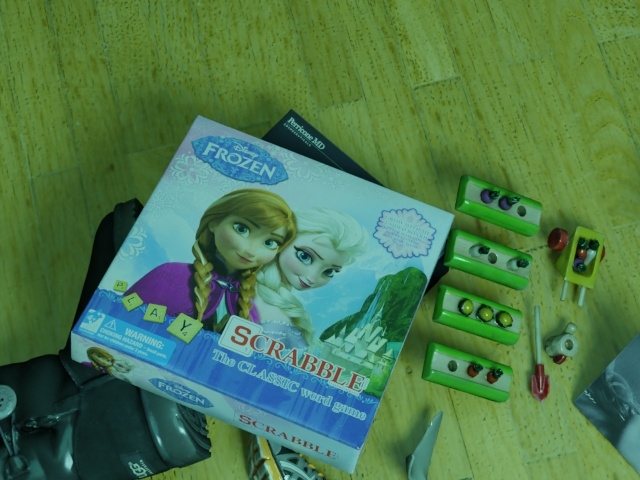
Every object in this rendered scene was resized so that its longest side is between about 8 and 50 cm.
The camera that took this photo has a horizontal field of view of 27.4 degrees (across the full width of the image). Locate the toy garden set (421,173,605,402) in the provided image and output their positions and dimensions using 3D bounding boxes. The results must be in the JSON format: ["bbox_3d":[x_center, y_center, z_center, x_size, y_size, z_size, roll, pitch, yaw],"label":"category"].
[{"bbox_3d":[0.235,0.066,1.515,0.203,0.049,0.244,19,73,-24],"label":"toy garden set"}]

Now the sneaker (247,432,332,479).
[{"bbox_3d":[-0.016,0.291,1.477,0.083,0.084,0.215,-23,73,-20],"label":"sneaker"}]

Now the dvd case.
[{"bbox_3d":[0.395,0.216,1.443,0.018,0.164,0.221,-28,68,-40],"label":"dvd case"}]

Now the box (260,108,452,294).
[{"bbox_3d":[0.000,0.000,1.568,0.261,0.103,0.184,40,73,15],"label":"box"}]

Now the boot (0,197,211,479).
[{"bbox_3d":[-0.373,0.164,1.499,0.445,0.146,0.367,-21,47,7],"label":"boot"}]

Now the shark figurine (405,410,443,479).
[{"bbox_3d":[0.195,0.332,1.454,0.116,0.166,0.278,-24,49,-33],"label":"shark figurine"}]

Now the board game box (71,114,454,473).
[{"bbox_3d":[-0.054,0.047,1.412,0.318,0.066,0.318,21,56,5],"label":"board game box"}]
